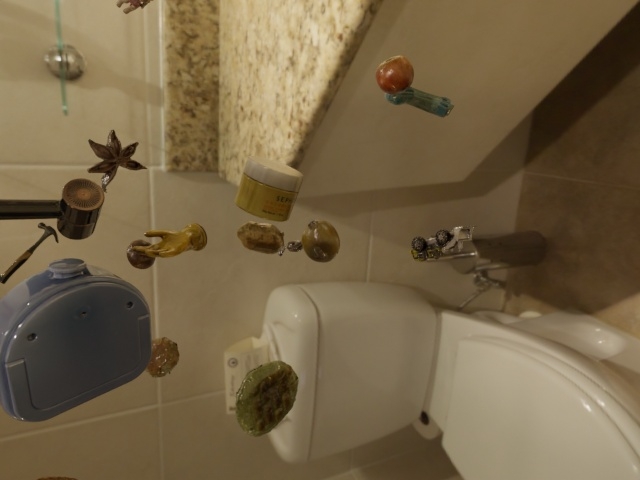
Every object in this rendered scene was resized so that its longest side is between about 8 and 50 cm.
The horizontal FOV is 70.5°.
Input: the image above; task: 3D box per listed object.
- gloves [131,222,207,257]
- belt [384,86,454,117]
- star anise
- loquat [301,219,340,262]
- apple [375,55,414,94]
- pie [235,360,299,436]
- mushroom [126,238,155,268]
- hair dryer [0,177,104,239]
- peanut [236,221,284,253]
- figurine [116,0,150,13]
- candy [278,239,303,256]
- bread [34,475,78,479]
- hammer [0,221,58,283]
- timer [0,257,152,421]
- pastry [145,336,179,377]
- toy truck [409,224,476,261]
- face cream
[{"bbox_3d":[-0.575,0.014,1.726,0.133,0.294,0.116,2,102,27],"label":"gloves"},{"bbox_3d":[0.418,-0.588,1.906,0.072,0.302,0.087,116,161,-46],"label":"belt"},{"bbox_3d":[-0.693,-0.278,1.514,0.063,0.208,0.172,4,126,38],"label":"star anise"},{"bbox_3d":[0.000,0.000,1.788,0.152,0.152,0.195,57,171,44],"label":"loquat"},{"bbox_3d":[0.279,-0.611,1.685,0.146,0.146,0.146,16,108,62],"label":"apple"},{"bbox_3d":[-0.207,0.615,1.779,0.071,0.306,0.306,10,103,48],"label":"pie"},{"bbox_3d":[-0.743,0.058,1.872,0.087,0.127,0.127,-22,73,41],"label":"mushroom"},{"bbox_3d":[-0.779,-0.075,1.203,0.189,0.352,0.107,-44,58,46],"label":"hair dryer"},{"bbox_3d":[-0.242,-0.013,1.876,0.129,0.224,0.129,-10,76,47],"label":"peanut"},{"bbox_3d":[-0.527,-0.713,1.305,0.187,0.083,0.083,-5,89,41],"label":"figurine"},{"bbox_3d":[-0.115,0.027,2.133,0.226,0.094,0.051,-8,130,35],"label":"candy"},{"bbox_3d":[-0.491,0.497,0.788,0.271,0.139,0.077,167,115,-74],"label":"bread"},{"bbox_3d":[-0.836,0.041,1.296,0.201,0.078,0.021,-59,-3,-26],"label":"hammer"},{"bbox_3d":[-0.629,0.224,1.147,0.173,0.395,0.395,20,113,37],"label":"timer"},{"bbox_3d":[-0.617,0.446,1.737,0.153,0.081,0.153,-4,78,21],"label":"pastry"},{"bbox_3d":[0.494,0.013,1.834,0.286,0.136,0.111,-24,77,46],"label":"toy truck"},{"bbox_3d":[-0.191,-0.192,1.679,0.218,0.218,0.179,43,117,54],"label":"face cream"}]
